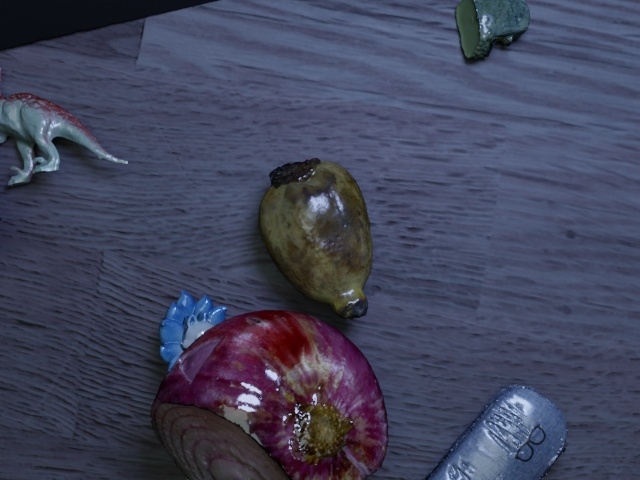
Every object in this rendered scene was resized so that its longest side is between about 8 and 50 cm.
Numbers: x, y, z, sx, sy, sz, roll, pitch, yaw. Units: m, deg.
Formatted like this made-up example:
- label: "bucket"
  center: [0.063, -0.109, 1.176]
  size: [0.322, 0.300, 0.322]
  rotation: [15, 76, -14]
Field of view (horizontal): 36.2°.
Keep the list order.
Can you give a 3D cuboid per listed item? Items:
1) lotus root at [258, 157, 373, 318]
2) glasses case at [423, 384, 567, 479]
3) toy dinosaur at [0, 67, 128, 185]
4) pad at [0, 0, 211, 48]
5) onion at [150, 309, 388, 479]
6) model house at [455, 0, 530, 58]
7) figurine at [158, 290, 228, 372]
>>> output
- label: "lotus root"
  center: [0.000, 0.000, 1.229]
  size: [0.138, 0.138, 0.214]
  rotation: [-18, 88, 0]
- label: "glasses case"
  center: [0.198, 0.308, 1.239]
  size: [0.109, 0.067, 0.282]
  rotation: [41, 87, 5]
- label: "toy dinosaur"
  center: [-0.363, -0.153, 1.274]
  size: [0.242, 0.053, 0.167]
  rotation: [5, 81, 10]
- label: "pad"
  center: [-0.306, -0.386, 1.235]
  size: [0.367, 0.007, 0.248]
  rotation: [-14, 123, -1]
- label: "onion"
  center: [-0.047, 0.198, 1.169]
  size: [0.230, 0.272, 0.256]
  rotation: [-43, 128, -32]
- label: "model house"
  center: [0.228, -0.282, 1.277]
  size: [0.083, 0.066, 0.079]
  rotation: [-8, 76, -17]
- label: "figurine"
  center: [-0.160, 0.114, 1.247]
  size: [0.114, 0.079, 0.114]
  rotation: [1, 87, -25]
